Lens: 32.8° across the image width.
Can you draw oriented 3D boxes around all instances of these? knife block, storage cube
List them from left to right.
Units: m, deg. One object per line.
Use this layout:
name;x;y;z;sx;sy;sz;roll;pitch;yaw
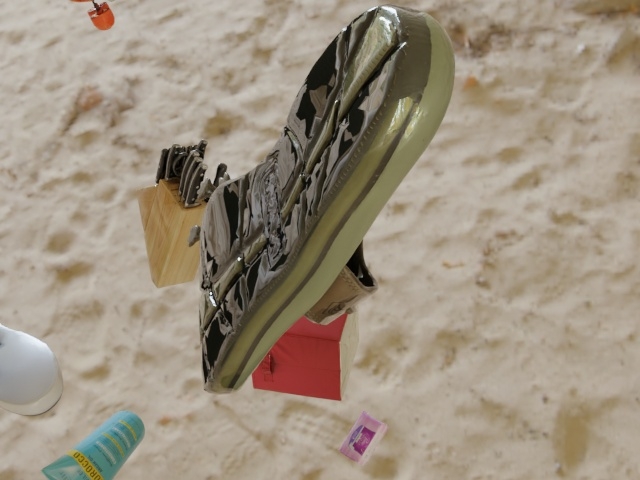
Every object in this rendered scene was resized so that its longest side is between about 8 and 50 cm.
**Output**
knife block;-0.253;-0.051;2.092;0.088;0.275;0.242;-11;4;-36
storage cube;-0.031;0.200;2.268;0.193;0.183;0.215;7;40;11

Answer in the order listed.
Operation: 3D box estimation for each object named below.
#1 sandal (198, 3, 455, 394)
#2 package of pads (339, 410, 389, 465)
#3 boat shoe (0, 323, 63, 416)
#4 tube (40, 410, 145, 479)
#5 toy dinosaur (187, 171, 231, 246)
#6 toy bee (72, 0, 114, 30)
sandal;0.001;0.001;0.586;0.086;0.303;0.120;11;57;-24
package of pads;0.075;0.339;1.857;0.050;0.032;0.083;26;79;36
boat shoe;-0.404;0.178;1.416;0.268;0.088;0.096;15;50;44
tube;-0.280;0.275;1.361;0.052;0.080;0.207;-45;2;17
toy dinosaur;-0.077;-0.026;1.495;0.313;0.160;0.121;-35;43;44
toy bee;-0.240;-0.255;0.940;0.299;0.162;0.195;-4;25;8
